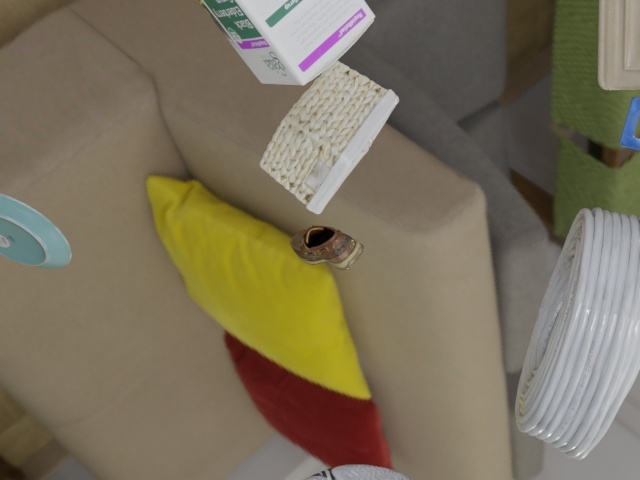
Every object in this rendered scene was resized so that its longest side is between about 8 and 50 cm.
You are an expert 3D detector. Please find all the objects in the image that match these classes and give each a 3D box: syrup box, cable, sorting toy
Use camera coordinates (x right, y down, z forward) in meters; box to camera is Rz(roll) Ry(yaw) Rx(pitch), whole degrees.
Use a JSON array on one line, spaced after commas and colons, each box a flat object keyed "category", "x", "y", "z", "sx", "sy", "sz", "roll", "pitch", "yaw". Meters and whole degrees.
[{"category": "syrup box", "x": -0.068, "y": -0.248, "z": 0.805, "sx": 0.096, "sy": 0.093, "sz": 0.237, "roll": -43, "pitch": 114, "yaw": -12}, {"category": "cable", "x": 0.275, "y": 0.093, "z": 0.990, "sx": 0.257, "sy": 0.089, "sz": 0.257, "roll": 92, "pitch": 18, "yaw": -67}, {"category": "sorting toy", "x": 0.437, "y": -0.277, "z": 1.154, "sx": 0.047, "sy": 0.196, "sz": 0.347, "roll": -42, "pitch": 131, "yaw": -74}]

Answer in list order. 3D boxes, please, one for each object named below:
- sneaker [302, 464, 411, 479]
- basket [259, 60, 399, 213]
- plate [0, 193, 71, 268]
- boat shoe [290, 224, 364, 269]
[{"category": "sneaker", "x": -0.054, "y": 0.377, "z": 1.064, "sx": 0.366, "sy": 0.137, "sz": 0.210, "roll": -18, "pitch": 156, "yaw": -31}, {"category": "basket", "x": 0.010, "y": -0.137, "z": 1.220, "sx": 0.167, "sy": 0.103, "sz": 0.113, "roll": -54, "pitch": 178, "yaw": -43}, {"category": "plate", "x": -0.474, "y": -0.008, "z": 1.469, "sx": 0.188, "sy": 0.188, "sz": 0.024, "roll": 75, "pitch": 31, "yaw": -51}, {"category": "boat shoe", "x": 0.000, "y": 0.000, "z": 1.500, "sx": 0.060, "sy": 0.178, "sz": 0.064, "roll": 43, "pitch": 75, "yaw": -25}]
